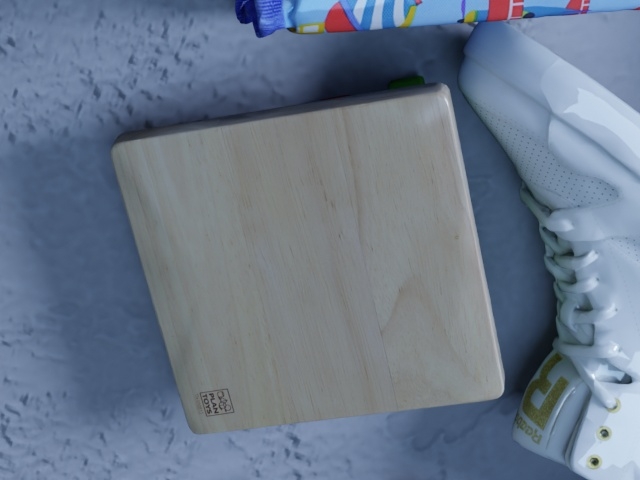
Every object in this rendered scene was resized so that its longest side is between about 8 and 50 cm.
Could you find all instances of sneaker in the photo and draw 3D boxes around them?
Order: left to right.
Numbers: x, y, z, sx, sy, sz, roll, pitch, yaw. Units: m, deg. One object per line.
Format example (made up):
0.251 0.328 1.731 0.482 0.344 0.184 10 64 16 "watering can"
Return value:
0.141 0.032 0.827 0.292 0.108 0.169 39 99 -22 "sneaker"

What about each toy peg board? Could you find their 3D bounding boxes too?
0.000 0.000 0.820 0.160 0.079 0.161 -8 113 12 "toy peg board"

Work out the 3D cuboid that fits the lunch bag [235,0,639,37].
0.065 -0.244 0.710 0.221 0.138 0.293 -5 100 -6 "lunch bag"
